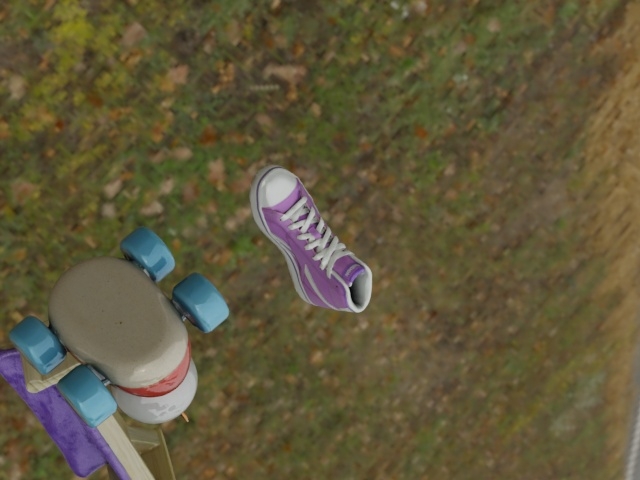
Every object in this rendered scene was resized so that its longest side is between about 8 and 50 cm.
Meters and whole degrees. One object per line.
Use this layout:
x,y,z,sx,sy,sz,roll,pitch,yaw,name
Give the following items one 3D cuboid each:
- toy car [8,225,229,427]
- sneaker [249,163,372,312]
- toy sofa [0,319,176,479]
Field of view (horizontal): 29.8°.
-0.236,0.151,1.543,0.219,0.210,0.238,-40,147,-19,toy car
0.001,0.000,1.937,0.102,0.161,0.282,-44,124,-22,sneaker
-0.398,0.302,2.023,0.177,0.150,0.363,-26,128,-3,toy sofa
